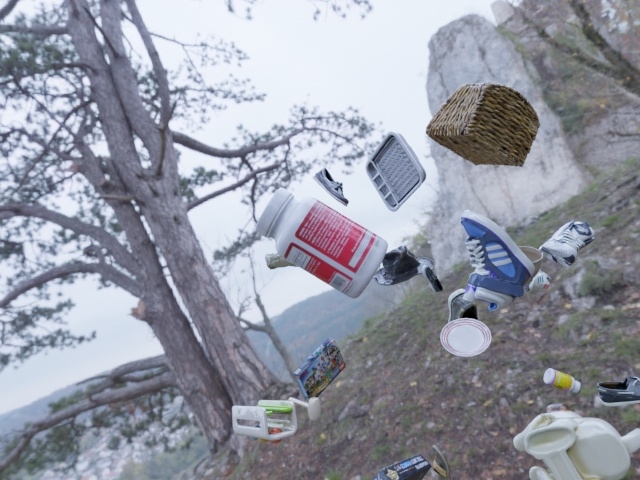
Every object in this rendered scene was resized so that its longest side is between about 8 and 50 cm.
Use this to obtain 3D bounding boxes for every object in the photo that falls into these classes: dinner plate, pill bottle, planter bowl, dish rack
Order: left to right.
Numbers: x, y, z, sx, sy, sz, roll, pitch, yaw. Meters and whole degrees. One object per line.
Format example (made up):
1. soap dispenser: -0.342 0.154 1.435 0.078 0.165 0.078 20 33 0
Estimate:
1. pill bottle: 0.000 0.000 1.519 0.229 0.408 0.229 -59 -1 -2
2. dish rack: 0.350 -0.316 2.078 0.072 0.285 0.333 -22 -15 -25
3. dinner plate: 0.421 0.283 1.316 0.141 0.017 0.141 -13 34 9
4. planter bowl: 0.761 0.102 1.737 0.162 0.109 0.162 -8 22 3
5. pill bottle: 0.651 0.379 1.221 0.083 0.043 0.043 21 -8 4

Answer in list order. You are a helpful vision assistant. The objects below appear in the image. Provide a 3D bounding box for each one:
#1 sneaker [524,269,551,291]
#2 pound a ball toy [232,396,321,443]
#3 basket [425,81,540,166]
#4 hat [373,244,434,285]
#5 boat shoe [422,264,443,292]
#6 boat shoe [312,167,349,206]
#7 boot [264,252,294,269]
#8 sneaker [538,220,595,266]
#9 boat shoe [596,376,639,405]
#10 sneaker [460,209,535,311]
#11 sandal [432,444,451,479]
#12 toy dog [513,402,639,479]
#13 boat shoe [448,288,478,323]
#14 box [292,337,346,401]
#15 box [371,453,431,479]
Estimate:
1. sneaker: 0.942 0.183 1.950 0.161 0.075 0.057 -32 -33 -41
2. pound a ball toy: -0.160 0.652 1.643 0.208 0.135 0.319 2 -16 -35
3. basket: 0.544 -0.395 1.522 0.299 0.213 0.223 20 2 -28
4. hat: 0.389 0.097 2.220 0.332 0.133 0.331 -17 10 3
5. boat shoe: 0.483 0.162 1.944 0.040 0.142 0.049 -7 32 48
6. boat shoe: 0.045 -0.195 1.622 0.065 0.206 0.075 -48 -41 7
7. boot: -0.169 0.067 2.039 0.165 0.077 0.213 -6 -30 -1
8. sneaker: 0.754 -0.003 1.361 0.153 0.094 0.235 -47 -18 10
9. boat shoe: 1.081 0.507 1.552 0.233 0.079 0.084 -18 -2 25
10. sneaker: 0.531 0.084 1.503 0.236 0.323 0.130 -47 5 -5
11. sandal: 0.465 0.891 1.760 0.049 0.180 0.072 -11 -3 -20
12. toy dog: 0.897 0.720 1.631 0.395 0.284 0.408 -38 -18 6
13. boat shoe: 0.593 0.323 1.867 0.109 0.091 0.305 -27 -46 -4
14. box: 0.000 0.550 1.931 0.044 0.159 0.233 8 38 46
15. box: 0.235 0.922 1.630 0.293 0.073 0.295 15 -71 -50
